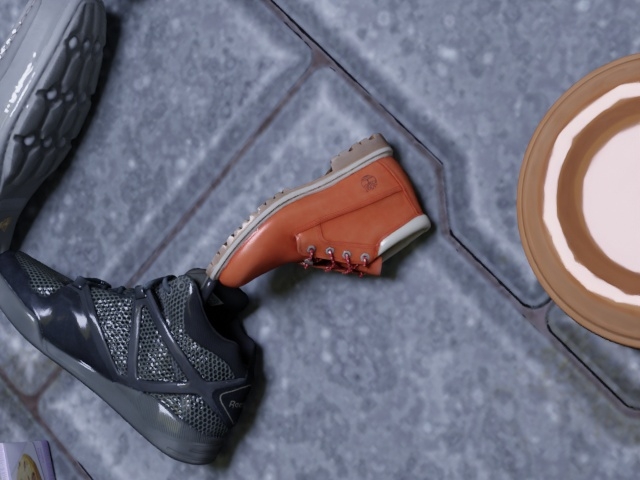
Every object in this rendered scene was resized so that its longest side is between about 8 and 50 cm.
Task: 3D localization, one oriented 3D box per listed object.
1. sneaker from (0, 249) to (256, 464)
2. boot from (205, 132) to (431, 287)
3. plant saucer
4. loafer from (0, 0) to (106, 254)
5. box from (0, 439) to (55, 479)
[{"bbox_3d":[-0.139,0.050,1.024,0.227,0.087,0.130,34,97,19],"label":"sneaker"},{"bbox_3d":[0.000,0.000,0.960,0.158,0.059,0.085,-32,83,-9],"label":"boot"},{"bbox_3d":[0.221,-0.028,0.897,0.200,0.037,0.200,-3,84,24],"label":"plant saucer"},{"bbox_3d":[-0.272,-0.064,1.077,0.111,0.112,0.319,33,99,14],"label":"loafer"},{"bbox_3d":[-0.215,0.313,1.044,0.063,0.067,0.324,-18,77,21],"label":"box"}]
